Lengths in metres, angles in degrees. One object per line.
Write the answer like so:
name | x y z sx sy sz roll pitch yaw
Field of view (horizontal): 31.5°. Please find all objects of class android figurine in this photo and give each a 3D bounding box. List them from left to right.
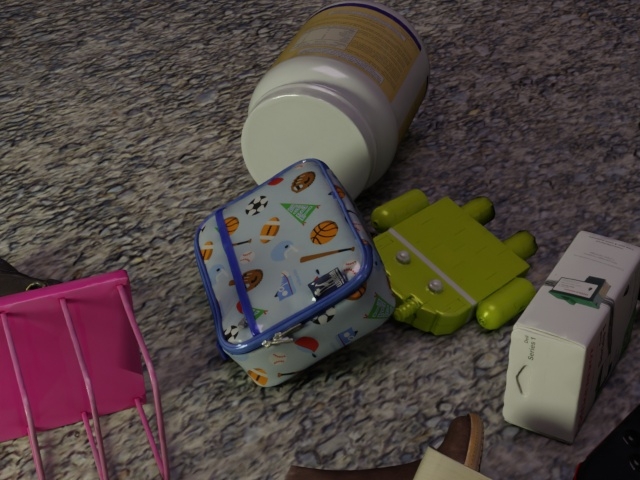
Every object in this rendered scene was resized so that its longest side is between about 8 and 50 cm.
android figurine | 0.174 0.030 1.577 0.273 0.056 0.248 -27 59 -35

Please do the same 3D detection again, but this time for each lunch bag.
lunch bag | -0.046 0.042 1.497 0.243 0.115 0.303 -29 39 6

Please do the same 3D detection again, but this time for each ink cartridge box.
ink cartridge box | 0.312 0.116 1.394 0.092 0.160 0.219 18 40 25

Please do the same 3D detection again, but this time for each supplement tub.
supplement tub | 0.026 -0.216 1.808 0.241 0.241 0.331 10 36 15

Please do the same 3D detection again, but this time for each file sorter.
file sorter | -0.329 0.194 1.272 0.291 0.202 0.182 -13 38 -16

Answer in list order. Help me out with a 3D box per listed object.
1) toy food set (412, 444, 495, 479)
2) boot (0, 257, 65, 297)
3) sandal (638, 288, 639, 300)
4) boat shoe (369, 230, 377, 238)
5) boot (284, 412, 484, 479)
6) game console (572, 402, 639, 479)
toy food set | 0.182 0.354 1.057 0.306 0.092 0.219 23 84 28
boot | -0.442 0.099 1.506 0.229 0.091 0.263 20 38 28
sandal | 0.426 0.044 1.501 0.067 0.179 0.040 -4 58 55
boat shoe | 0.000 0.000 1.650 0.183 0.066 0.066 4 35 8
boot | 0.066 0.266 1.248 0.207 0.090 0.248 11 40 13
game console | 0.465 0.297 1.127 0.386 0.060 0.342 41 52 21
